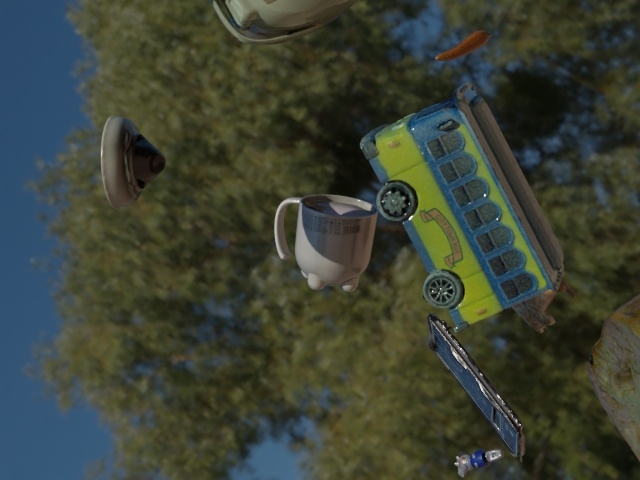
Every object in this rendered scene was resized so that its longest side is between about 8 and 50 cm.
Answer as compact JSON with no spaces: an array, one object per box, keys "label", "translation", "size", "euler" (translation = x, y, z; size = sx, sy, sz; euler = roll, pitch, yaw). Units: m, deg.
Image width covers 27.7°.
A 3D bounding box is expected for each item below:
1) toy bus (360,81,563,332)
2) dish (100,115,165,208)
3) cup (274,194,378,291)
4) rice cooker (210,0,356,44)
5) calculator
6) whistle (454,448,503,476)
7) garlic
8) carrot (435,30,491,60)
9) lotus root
[{"label":"toy bus","translation":[0.203,-0.048,1.851],"size":[0.190,0.312,0.152],"euler":[-26,6,20]},{"label":"dish","translation":[-0.271,-0.118,1.940],"size":[0.141,0.078,0.141],"euler":[-1,-90,-81]},{"label":"cup","translation":[0.003,0.004,2.206],"size":[0.134,0.173,0.142],"euler":[-80,-2,-73]},{"label":"rice cooker","translation":[-0.037,-0.315,1.565],"size":[0.206,0.145,0.127],"euler":[-27,-5,-12]},{"label":"calculator","translation":[0.269,0.255,2.254],"size":[0.028,0.274,0.165],"euler":[-32,-27,-10]},{"label":"whistle","translation":[0.243,0.338,1.987],"size":[0.083,0.033,0.029],"euler":[-24,-18,31]},{"label":"garlic","translation":[0.372,0.078,2.218],"size":[0.099,0.124,0.174],"euler":[-44,-6,-20]},{"label":"carrot","translation":[0.300,-0.403,2.698],"size":[0.142,0.035,0.035],"euler":[-30,-28,-21]},{"label":"lotus root","translation":[0.512,0.249,1.849],"size":[0.111,0.375,0.390],"euler":[-29,-69,-10]}]
